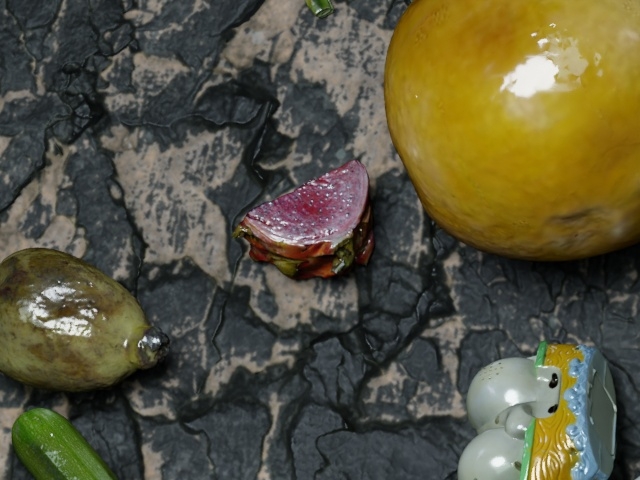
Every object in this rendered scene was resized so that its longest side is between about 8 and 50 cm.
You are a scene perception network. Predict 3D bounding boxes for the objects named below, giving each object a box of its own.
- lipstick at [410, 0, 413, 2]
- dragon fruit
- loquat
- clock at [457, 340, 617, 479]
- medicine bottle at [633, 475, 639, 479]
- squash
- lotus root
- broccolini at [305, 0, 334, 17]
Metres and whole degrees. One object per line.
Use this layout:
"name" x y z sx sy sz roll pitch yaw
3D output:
"lipstick" 0.145 -0.272 1.937 0.116 0.037 0.037 -41 69 -5
"dragon fruit" 0.000 0.000 1.865 0.147 0.102 0.096 -30 72 0
"loquat" 0.218 -0.137 1.737 0.328 0.328 0.328 -4 74 13
"clock" 0.193 0.179 1.739 0.144 0.103 0.231 -18 33 24
"medicine bottle" 0.255 0.307 1.688 0.252 0.144 0.144 -33 70 5
"squash" -0.226 0.254 1.866 0.066 0.066 0.229 -41 70 1
"lotus root" -0.249 0.087 1.886 0.214 0.138 0.138 21 81 18
"broccolini" -0.046 -0.342 2.011 0.057 0.071 0.254 -18 73 -35
